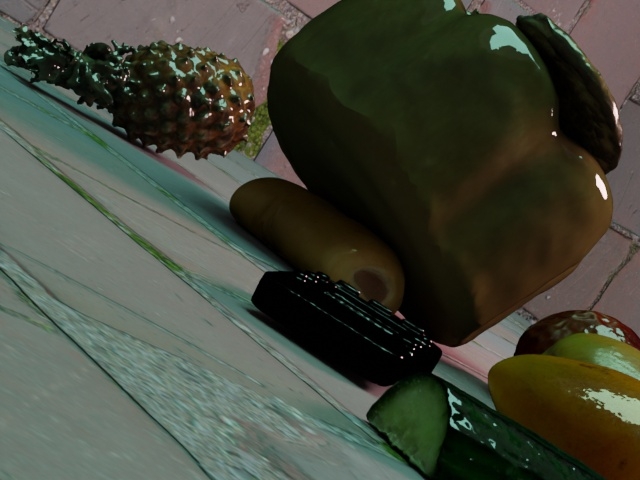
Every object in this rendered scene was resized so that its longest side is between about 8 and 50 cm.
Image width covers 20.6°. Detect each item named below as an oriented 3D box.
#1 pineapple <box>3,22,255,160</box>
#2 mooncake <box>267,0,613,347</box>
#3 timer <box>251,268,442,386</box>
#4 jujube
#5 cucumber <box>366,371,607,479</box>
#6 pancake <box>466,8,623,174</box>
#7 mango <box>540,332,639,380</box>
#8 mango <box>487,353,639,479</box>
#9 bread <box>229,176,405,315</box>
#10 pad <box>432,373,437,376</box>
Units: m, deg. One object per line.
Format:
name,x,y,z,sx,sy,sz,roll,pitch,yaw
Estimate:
pineapple,-0.265,-0.215,2.449,0.361,0.175,0.175,13,13,-29
mooncake,0.139,-0.102,2.212,0.467,0.262,0.467,49,-13,16
timer,0.024,0.081,1.552,0.144,0.055,0.187,31,7,16
jujube,0.300,0.164,2.085,0.168,0.168,0.236,32,-12,-7
cucumber,0.159,0.179,1.284,0.244,0.063,0.115,32,4,-20
pancake,0.269,-0.192,2.169,0.286,0.033,0.288,49,-15,19
mango,0.360,0.215,1.869,0.332,0.142,0.195,32,10,-10
mango,0.261,0.172,1.705,0.217,0.141,0.102,28,-38,17
bread,0.000,0.000,2.163,0.142,0.091,0.305,23,7,-33
pad,0.116,0.145,1.823,0.157,0.003,0.112,34,4,31
